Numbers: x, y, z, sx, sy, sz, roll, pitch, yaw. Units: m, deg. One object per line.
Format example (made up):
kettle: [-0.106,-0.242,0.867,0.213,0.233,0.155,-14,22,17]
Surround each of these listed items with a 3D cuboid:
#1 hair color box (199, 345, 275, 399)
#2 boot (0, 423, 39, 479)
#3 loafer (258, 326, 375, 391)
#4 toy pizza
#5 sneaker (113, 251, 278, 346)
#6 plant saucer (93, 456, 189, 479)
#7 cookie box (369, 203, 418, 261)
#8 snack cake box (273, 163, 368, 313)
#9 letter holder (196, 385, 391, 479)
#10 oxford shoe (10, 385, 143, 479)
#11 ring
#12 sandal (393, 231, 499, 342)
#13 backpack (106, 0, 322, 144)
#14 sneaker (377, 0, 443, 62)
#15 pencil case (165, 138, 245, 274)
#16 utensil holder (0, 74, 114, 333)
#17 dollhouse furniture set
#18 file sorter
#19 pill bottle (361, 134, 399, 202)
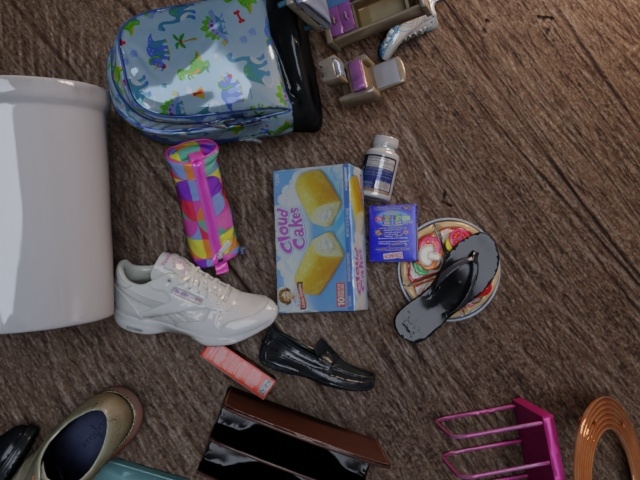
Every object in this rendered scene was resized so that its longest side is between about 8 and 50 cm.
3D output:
hair color box: [-0.151,0.233,1.405,0.141,0.072,0.043,36,85,-2]
boot: [-0.651,0.386,1.349,0.207,0.094,0.246,35,91,-5]
loafer: [-0.003,0.222,1.413,0.223,0.076,0.078,17,93,1]
toy pizza: [0.249,0.055,1.464,0.202,0.032,0.201,0,86,-4]
sneaker: [-0.227,0.101,1.349,0.305,0.114,0.152,4,119,6]
plant saucer: [-0.343,0.447,1.405,0.192,0.018,0.067,18,85,-3]
cookie box: [0.139,-0.012,1.445,0.092,0.040,0.107,-1,85,14]
snack cake box: [0.000,0.000,1.398,0.152,0.089,0.264,-4,86,19]
letter holder: [-0.050,0.388,1.329,0.302,0.214,0.151,21,85,-2]
oxford shoe: [-0.476,0.420,1.323,0.141,0.146,0.397,35,89,7]
ring: [0.511,0.447,1.351,0.032,0.337,0.336,-11,86,38]
sandal: [0.244,0.092,1.416,0.097,0.054,0.254,41,84,1]
backpack: [-0.201,-0.306,1.371,0.356,0.273,0.289,-9,92,10]
sneaker: [0.182,-0.419,1.477,0.083,0.071,0.190,32,87,-10]
pencil case: [-0.206,-0.062,1.361,0.105,0.104,0.236,-14,120,-5]
utensil holder: [-0.510,-0.054,1.266,0.328,0.327,0.385,-3,91,-4]
dollhouse furniture set: [0.054,-0.427,1.306,0.198,0.303,0.286,-17,76,21]
file sorter: [0.325,0.454,1.359,0.182,0.202,0.290,-10,87,-1]
pill bottle: [0.113,-0.136,1.451,0.067,0.067,0.120,13,85,-3]
